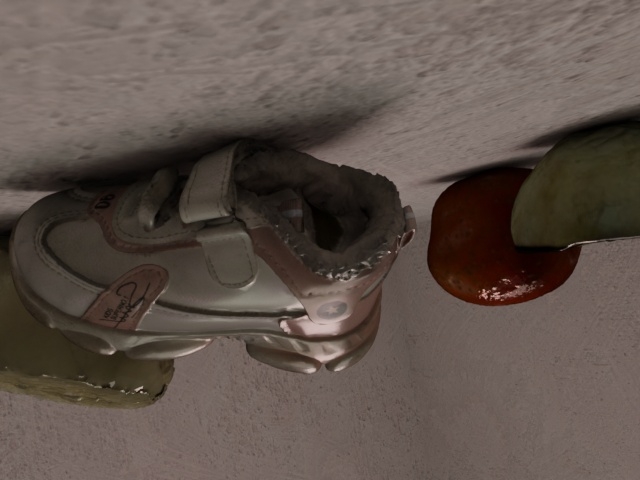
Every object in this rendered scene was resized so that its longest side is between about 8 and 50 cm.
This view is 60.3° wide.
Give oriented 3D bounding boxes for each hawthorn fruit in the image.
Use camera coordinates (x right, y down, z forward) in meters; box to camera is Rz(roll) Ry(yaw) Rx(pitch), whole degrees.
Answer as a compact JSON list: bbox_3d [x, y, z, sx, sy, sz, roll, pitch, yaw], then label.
[{"bbox_3d":[0.357,-0.007,1.042,0.275,0.276,0.299,-8,179,-43],"label":"hawthorn fruit"}]

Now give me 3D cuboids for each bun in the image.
[{"bbox_3d":[-0.367,0.117,0.794,0.359,0.211,0.360,6,155,3],"label":"bun"}]

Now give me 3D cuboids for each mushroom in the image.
[{"bbox_3d":[0.373,-0.071,0.750,0.189,0.164,0.267,-6,-179,-10],"label":"mushroom"}]

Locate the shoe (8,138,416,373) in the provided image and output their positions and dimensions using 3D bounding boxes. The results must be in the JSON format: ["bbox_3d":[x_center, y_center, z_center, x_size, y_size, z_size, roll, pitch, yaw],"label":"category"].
[{"bbox_3d":[-0.090,-0.007,0.497,0.350,0.172,0.198,9,137,-13],"label":"shoe"}]
